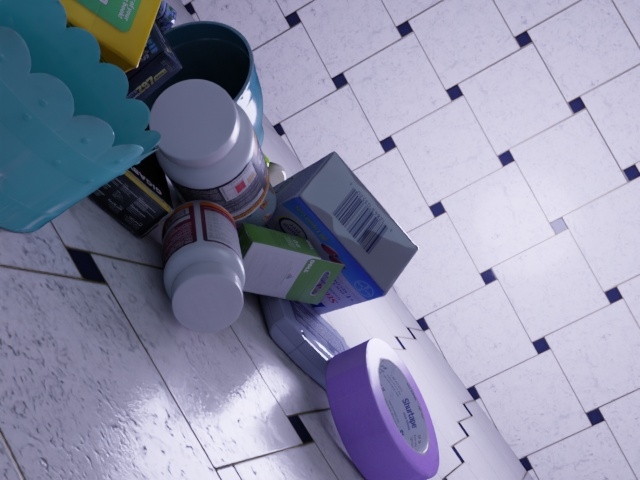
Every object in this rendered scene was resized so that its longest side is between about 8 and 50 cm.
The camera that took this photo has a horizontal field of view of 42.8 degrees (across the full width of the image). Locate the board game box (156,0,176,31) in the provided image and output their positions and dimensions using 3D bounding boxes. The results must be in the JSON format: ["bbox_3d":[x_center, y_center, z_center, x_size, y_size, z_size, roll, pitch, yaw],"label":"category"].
[{"bbox_3d":[-0.432,-0.468,1.677,0.194,0.194,0.060,32,49,-54],"label":"board game box"}]

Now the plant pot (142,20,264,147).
[{"bbox_3d":[-0.238,-0.282,1.754,0.271,0.272,0.255,58,-3,30],"label":"plant pot"}]

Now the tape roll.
[{"bbox_3d":[0.118,0.324,1.524,0.274,0.090,0.274,51,22,-30],"label":"tape roll"}]

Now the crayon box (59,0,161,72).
[{"bbox_3d":[-0.400,-0.506,1.358,0.313,0.106,0.362,32,63,-39],"label":"crayon box"}]

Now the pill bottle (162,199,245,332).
[{"bbox_3d":[-0.177,0.037,1.235,0.121,0.121,0.221,47,11,-29],"label":"pill bottle"}]

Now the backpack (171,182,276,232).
[{"bbox_3d":[-0.181,-0.091,1.548,0.188,0.166,0.144,55,9,30],"label":"backpack"}]

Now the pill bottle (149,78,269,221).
[{"bbox_3d":[-0.178,-0.141,1.329,0.162,0.162,0.278,55,-6,15],"label":"pill bottle"}]

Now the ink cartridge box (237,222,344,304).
[{"bbox_3d":[-0.073,0.047,1.515,0.209,0.109,0.062,14,29,-35],"label":"ink cartridge box"}]

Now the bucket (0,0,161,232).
[{"bbox_3d":[-0.346,-0.157,0.953,0.281,0.183,0.281,51,9,-11],"label":"bucket"}]

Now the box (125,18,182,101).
[{"bbox_3d":[-0.371,-0.339,1.497,0.059,0.183,0.232,40,17,-51],"label":"box"}]

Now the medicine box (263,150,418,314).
[{"bbox_3d":[0.000,0.000,1.660,0.263,0.289,0.149,48,55,-13],"label":"medicine box"}]

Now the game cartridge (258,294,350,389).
[{"bbox_3d":[-0.017,0.201,1.621,0.294,0.060,0.196,46,8,-34],"label":"game cartridge"}]

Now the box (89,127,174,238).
[{"bbox_3d":[-0.371,-0.183,1.254,0.322,0.079,0.257,46,10,-36],"label":"box"}]

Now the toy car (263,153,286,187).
[{"bbox_3d":[-0.182,-0.135,1.960,0.188,0.149,0.155,22,-18,42],"label":"toy car"}]
